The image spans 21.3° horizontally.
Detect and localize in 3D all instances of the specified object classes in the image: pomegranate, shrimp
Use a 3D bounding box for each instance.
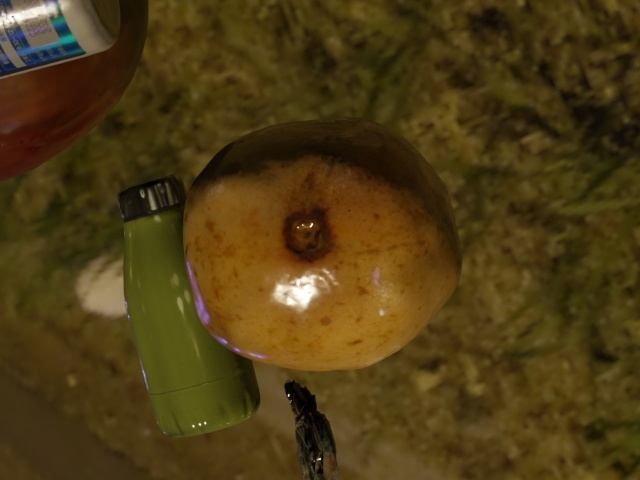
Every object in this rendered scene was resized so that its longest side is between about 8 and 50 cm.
[{"bbox_3d":[0.000,0.000,1.120,0.196,0.196,0.196,45,147,39],"label":"pomegranate"},{"bbox_3d":[-0.001,0.209,1.752,0.091,0.034,0.161,120,141,-53],"label":"shrimp"}]

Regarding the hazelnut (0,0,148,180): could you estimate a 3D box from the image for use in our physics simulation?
[{"bbox_3d":[-0.368,-0.259,1.680,0.420,0.421,0.353,62,169,9],"label":"hazelnut"}]

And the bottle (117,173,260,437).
[{"bbox_3d":[-0.143,0.065,1.737,0.112,0.112,0.260,-9,96,65],"label":"bottle"}]

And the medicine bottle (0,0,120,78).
[{"bbox_3d":[-0.237,-0.154,1.118,0.107,0.192,0.107,-13,-90,-83],"label":"medicine bottle"}]
